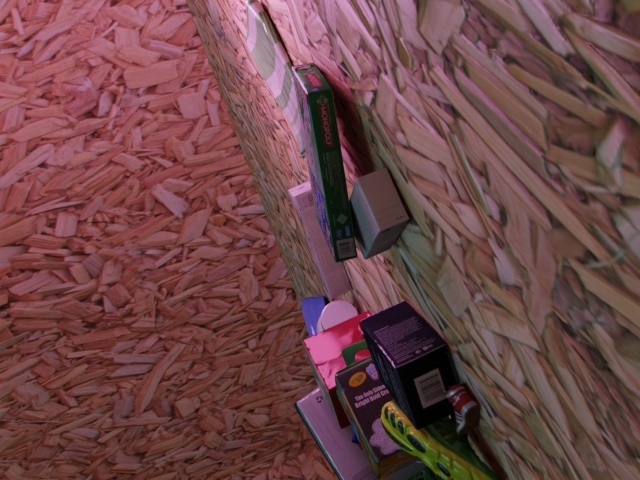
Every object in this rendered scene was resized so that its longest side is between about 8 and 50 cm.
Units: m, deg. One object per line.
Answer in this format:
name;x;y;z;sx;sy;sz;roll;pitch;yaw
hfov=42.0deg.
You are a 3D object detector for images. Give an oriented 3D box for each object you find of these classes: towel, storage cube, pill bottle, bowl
towel;-0.090;-0.359;1.861;0.248;0.038;0.324;120;126;-79
storage cube;0.089;0.334;2.140;0.215;0.193;0.183;76;168;-46
pill bottle;0.056;0.253;2.337;0.229;0.131;0.131;84;161;-66
bowl;0.047;0.356;2.662;0.391;0.077;0.390;-22;-90;-86

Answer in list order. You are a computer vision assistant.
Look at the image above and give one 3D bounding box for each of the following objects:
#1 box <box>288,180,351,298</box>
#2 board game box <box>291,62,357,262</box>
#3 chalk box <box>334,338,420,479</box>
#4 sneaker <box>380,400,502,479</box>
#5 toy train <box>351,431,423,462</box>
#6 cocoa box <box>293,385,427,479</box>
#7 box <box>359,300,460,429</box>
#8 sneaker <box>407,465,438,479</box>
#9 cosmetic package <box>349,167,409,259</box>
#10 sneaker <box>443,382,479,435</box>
box;0.000;0.000;2.212;0.063;0.067;0.323;-128;15;-64
board game box;0.006;-0.147;1.530;0.213;0.046;0.317;-110;9;-64
chalk box;0.146;0.363;1.907;0.179;0.180;0.288;82;164;-62
sneaker;0.247;0.386;1.585;0.295;0.124;0.109;38;143;34
toy train;0.211;0.457;2.014;0.105;0.248;0.143;86;-161;-70
cocoa box;0.109;0.542;2.339;0.347;0.232;0.228;57;169;8
box;0.173;0.233;1.595;0.207;0.108;0.153;-129;17;-63
sneaker;0.262;0.686;2.191;0.343;0.146;0.134;76;168;-54
cosmetic package;0.096;-0.043;1.464;0.239;0.061;0.098;104;141;-78
sneaker;0.253;0.302;1.504;0.067;0.042;0.118;56;160;34
